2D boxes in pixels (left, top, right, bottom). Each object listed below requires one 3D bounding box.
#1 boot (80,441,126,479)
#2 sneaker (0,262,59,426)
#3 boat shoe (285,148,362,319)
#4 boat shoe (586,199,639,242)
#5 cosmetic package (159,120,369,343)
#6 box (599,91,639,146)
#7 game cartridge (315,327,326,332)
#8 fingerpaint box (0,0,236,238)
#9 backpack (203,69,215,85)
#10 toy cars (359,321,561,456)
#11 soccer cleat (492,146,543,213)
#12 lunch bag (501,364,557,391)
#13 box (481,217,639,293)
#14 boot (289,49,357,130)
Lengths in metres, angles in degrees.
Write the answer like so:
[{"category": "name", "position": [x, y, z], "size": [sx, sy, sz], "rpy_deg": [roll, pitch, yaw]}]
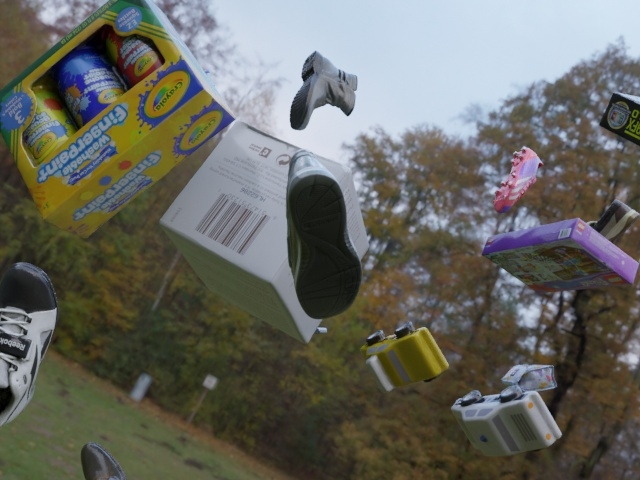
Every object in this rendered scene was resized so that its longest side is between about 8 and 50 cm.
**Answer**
[{"category": "boot", "position": [-0.458, 0.522, 1.617], "size": [0.219, 0.082, 0.106], "rpy_deg": [57, -11, 18]}, {"category": "sneaker", "position": [-0.585, 0.210, 1.443], "size": [0.123, 0.330, 0.146], "rpy_deg": [11, 11, -5]}, {"category": "boat shoe", "position": [-0.003, 0.000, 1.289], "size": [0.103, 0.118, 0.320], "rpy_deg": [-108, -175, -51]}, {"category": "boat shoe", "position": [0.656, -0.016, 1.796], "size": [0.073, 0.080, 0.223], "rpy_deg": [54, -34, 18]}, {"category": "cosmetic package", "position": [-0.117, -0.013, 1.856], "size": [0.330, 0.327, 0.393], "rpy_deg": [26, -19, 22]}, {"category": "box", "position": [0.601, -0.147, 1.156], "size": [0.270, 0.060, 0.216], "rpy_deg": [4, 25, -26]}, {"category": "game cartridge", "position": [-0.028, 0.244, 2.045], "size": [0.083, 0.017, 0.056], "rpy_deg": [-9, -14, 26]}, {"category": "fingerpaint box", "position": [-0.475, -0.290, 1.702], "size": [0.371, 0.445, 0.163], "rpy_deg": [56, 7, 24]}, {"category": "backpack", "position": [-0.342, -0.417, 2.016], "size": [0.105, 0.114, 0.084], "rpy_deg": [-165, -125, -73]}, {"category": "toy cars", "position": [0.195, 0.251, 1.237], "size": [0.394, 0.087, 0.176], "rpy_deg": [28, -42, 38]}, {"category": "soccer cleat", "position": [0.588, -0.168, 2.250], "size": [0.095, 0.248, 0.083], "rpy_deg": [35, -30, -11]}, {"category": "lunch bag", "position": [0.396, 0.263, 1.459], "size": [0.083, 0.053, 0.071], "rpy_deg": [-9, -6, -9]}, {"category": "box", "position": [0.542, 0.042, 1.753], "size": [0.201, 0.057, 0.293], "rpy_deg": [33, -21, -20]}, {"category": "boot", "position": [0.020, -0.364, 1.972], "size": [0.161, 0.246, 0.083], "rpy_deg": [27, -29, -25]}]
